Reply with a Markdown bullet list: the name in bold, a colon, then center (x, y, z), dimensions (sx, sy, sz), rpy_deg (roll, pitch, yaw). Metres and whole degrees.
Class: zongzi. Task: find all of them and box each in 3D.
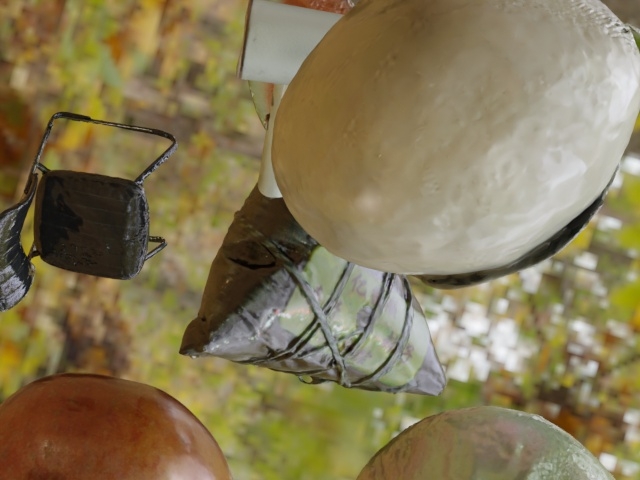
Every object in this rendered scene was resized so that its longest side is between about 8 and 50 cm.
- **zongzi**: center (0.000, 0.000, 2.360), dimensions (0.383, 0.319, 0.362), rpy_deg (24, 91, -59)

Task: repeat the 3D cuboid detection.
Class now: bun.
- **bun**: center (0.156, 0.311, 1.861), dimensions (0.187, 0.293, 0.293), rpy_deg (-68, -179, -61)

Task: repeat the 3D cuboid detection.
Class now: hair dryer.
- **hair dryer**: center (-0.020, -0.116, 1.814), dimensions (0.236, 0.131, 0.073), rpy_deg (103, -5, -46)

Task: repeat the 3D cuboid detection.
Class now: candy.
- **candy**: center (0.096, -0.102, 1.448), dimensions (0.185, 0.295, 0.295), rpy_deg (56, 29, -41)

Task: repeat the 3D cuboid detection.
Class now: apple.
- **apple**: center (-0.190, 0.229, 1.689), dimensions (0.253, 0.253, 0.253), rpy_deg (-164, -90, -79)

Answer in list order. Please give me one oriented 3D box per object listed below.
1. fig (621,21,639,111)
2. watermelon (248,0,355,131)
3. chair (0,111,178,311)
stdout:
- **fig**: center (0.340, -0.184, 2.206), dimensions (0.156, 0.123, 0.123), rpy_deg (25, -80, 45)
- **watermelon**: center (-0.016, -0.173, 2.030), dimensions (0.146, 0.128, 0.231), rpy_deg (-162, -93, -89)
- **chair**: center (-0.251, -0.019, 2.051), dimensions (0.221, 0.145, 0.140), rpy_deg (-65, 165, -59)
